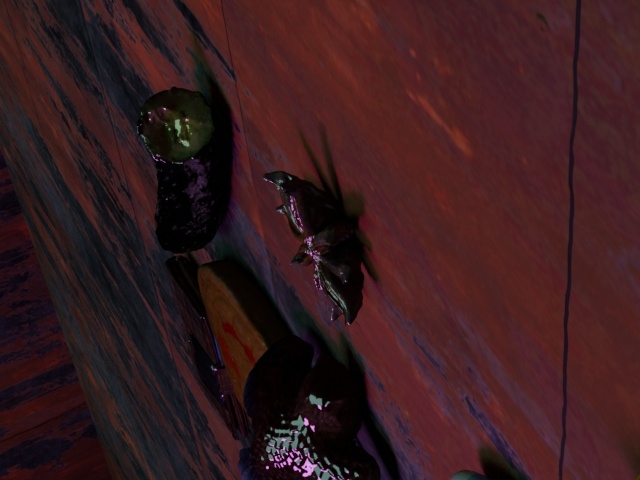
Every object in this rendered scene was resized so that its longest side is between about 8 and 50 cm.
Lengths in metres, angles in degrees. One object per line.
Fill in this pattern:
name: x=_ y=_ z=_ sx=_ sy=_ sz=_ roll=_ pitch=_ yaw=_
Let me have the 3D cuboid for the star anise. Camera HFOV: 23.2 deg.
star anise: x=0.000 y=-0.001 z=1.239 sx=0.141 sy=0.042 sz=0.141 roll=56 pitch=164 yaw=24

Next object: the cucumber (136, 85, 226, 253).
cucumber: x=-0.130 y=-0.052 z=1.543 sx=0.303 sy=0.081 sz=0.072 roll=93 pitch=-167 yaw=-68

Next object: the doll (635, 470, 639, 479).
doll: x=0.170 y=0.218 z=0.795 sx=0.167 sy=0.162 sz=0.269 roll=33 pitch=156 yaw=1

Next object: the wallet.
wallet: x=-0.138 y=0.134 z=1.914 sx=0.124 sy=0.042 sz=0.230 roll=54 pitch=159 yaw=44

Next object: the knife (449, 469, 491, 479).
knife: x=0.155 y=0.218 z=1.087 sx=0.222 sy=0.031 sz=0.064 roll=34 pitch=141 yaw=57

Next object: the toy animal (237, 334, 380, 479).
toy animal: x=-0.018 y=0.179 z=1.438 sx=0.179 sy=0.116 sz=0.218 roll=90 pitch=158 yaw=-59

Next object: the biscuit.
biscuit: x=-0.059 y=0.153 z=1.675 sx=0.273 sy=0.049 sz=0.257 roll=53 pitch=161 yaw=43
